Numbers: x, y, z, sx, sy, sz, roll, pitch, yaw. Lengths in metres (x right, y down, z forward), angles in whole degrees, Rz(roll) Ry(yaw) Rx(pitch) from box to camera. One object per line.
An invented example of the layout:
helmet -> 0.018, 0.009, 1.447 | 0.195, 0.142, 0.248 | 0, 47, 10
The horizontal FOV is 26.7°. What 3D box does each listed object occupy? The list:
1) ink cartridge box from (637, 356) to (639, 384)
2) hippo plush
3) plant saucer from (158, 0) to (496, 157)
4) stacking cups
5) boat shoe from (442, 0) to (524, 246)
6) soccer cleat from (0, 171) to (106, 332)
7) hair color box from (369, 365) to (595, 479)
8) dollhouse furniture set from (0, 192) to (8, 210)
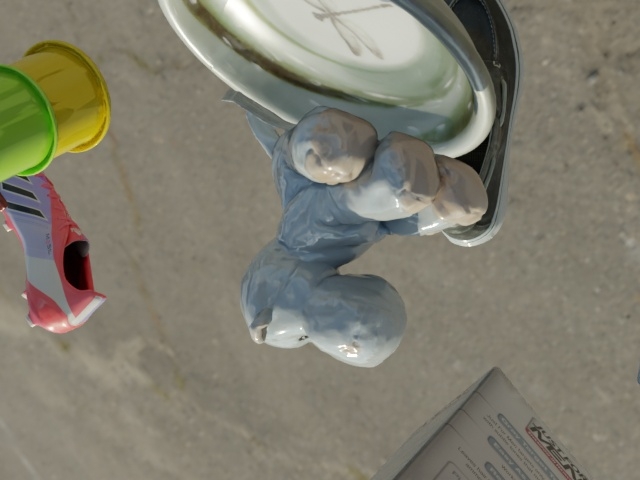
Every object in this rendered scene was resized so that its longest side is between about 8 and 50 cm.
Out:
ink cartridge box -> 0.333, -0.109, 1.040 | 0.091, 0.308, 0.385 | 9, 113, 24
hippo plush -> 0.000, 0.000, 1.356 | 0.294, 0.237, 0.234 | 19, 178, 10
plant saucer -> 0.016, -0.234, 1.457 | 0.400, 0.101, 0.400 | 24, 161, 9
stacking cups -> -0.276, -0.059, 0.957 | 0.096, 0.316, 0.096 | 12, 117, 25
boat shoe -> 0.183, -0.164, 1.632 | 0.119, 0.121, 0.335 | 28, -121, -71
soccer cleat -> -0.307, -0.013, 1.536 | 0.083, 0.095, 0.248 | 22, -136, -56
hair color box -> 0.114, 0.249, 1.053 | 0.113, 0.374, 0.185 | -44, 84, 24
dollhouse furniture set -> -0.484, -0.118, 1.203 | 0.374, 0.201, 0.152 | 55, 154, -13
